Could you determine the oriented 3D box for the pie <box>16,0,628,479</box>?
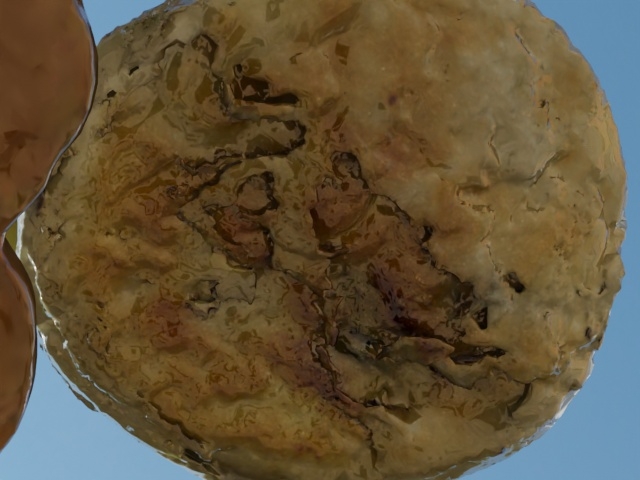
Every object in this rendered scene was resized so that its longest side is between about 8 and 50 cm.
[{"bbox_3d":[0.000,0.000,0.802,0.339,0.077,0.339,-1,-69,-3],"label":"pie"}]

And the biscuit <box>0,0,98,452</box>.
[{"bbox_3d":[-0.198,-0.070,0.378,0.269,0.051,0.375,-17,-66,-5],"label":"biscuit"}]

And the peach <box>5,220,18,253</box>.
[{"bbox_3d":[-0.195,-0.049,1.081,0.267,0.159,0.154,33,-76,11],"label":"peach"}]
